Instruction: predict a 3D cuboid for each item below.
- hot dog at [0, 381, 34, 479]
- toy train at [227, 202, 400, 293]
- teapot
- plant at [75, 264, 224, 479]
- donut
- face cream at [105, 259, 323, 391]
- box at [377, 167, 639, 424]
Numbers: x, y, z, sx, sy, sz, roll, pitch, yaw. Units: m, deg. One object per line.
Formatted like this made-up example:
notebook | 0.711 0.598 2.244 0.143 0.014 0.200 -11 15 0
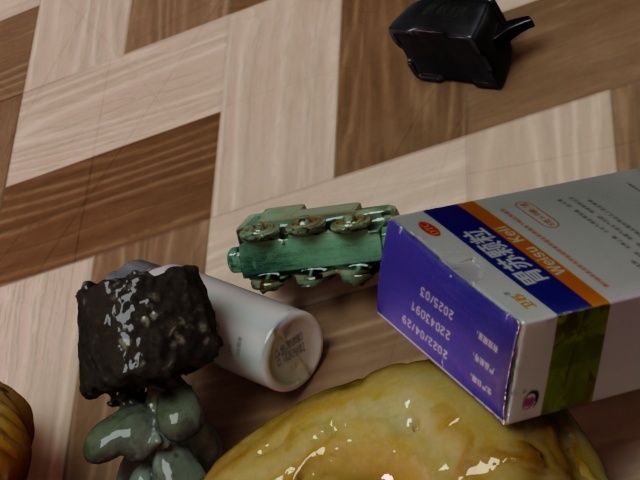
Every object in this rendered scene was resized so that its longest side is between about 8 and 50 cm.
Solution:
hot dog | -0.443 0.297 1.827 0.365 0.196 0.367 -51 14 -1
toy train | 0.000 0.000 1.855 0.194 0.080 0.125 -7 19 18
teapot | 0.158 -0.237 1.942 0.177 0.087 0.096 11 59 40
plant | -0.170 0.165 1.766 0.146 0.149 0.274 177 87 -67
donut | 0.057 0.302 1.508 0.449 0.198 0.449 -20 47 23
face cream | -0.134 0.080 1.895 0.311 0.092 0.092 18 69 42
box | 0.229 0.041 1.535 0.299 0.106 0.200 -10 32 -30
